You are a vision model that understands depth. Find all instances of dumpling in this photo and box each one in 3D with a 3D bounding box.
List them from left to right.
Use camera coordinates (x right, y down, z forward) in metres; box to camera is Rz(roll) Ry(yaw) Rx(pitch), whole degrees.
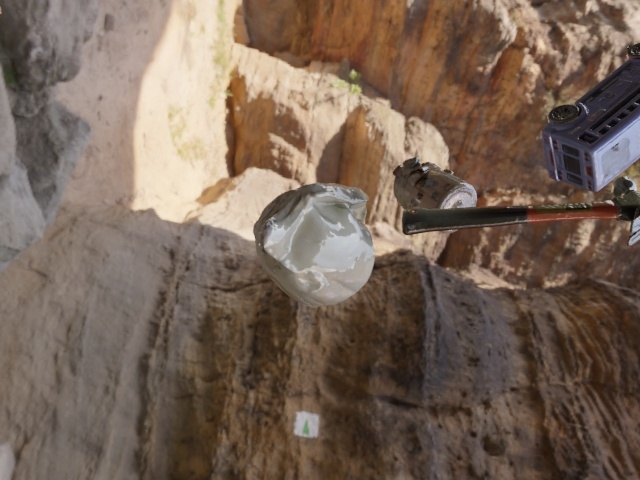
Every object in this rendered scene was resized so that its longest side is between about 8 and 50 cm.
[{"bbox_3d":[0.000,0.000,0.568,0.136,0.118,0.199,-43,157,1],"label":"dumpling"}]

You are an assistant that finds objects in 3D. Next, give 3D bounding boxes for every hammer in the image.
[{"bbox_3d":[0.241,-0.031,0.645,0.111,0.288,0.033,-83,168,-57],"label":"hammer"}]

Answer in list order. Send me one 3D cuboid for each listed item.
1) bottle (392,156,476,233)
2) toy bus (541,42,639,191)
[{"bbox_3d":[0.179,-0.084,0.919,0.152,0.099,0.098,44,-50,46],"label":"bottle"},{"bbox_3d":[0.301,-0.123,0.539,0.076,0.167,0.073,43,-12,50],"label":"toy bus"}]
